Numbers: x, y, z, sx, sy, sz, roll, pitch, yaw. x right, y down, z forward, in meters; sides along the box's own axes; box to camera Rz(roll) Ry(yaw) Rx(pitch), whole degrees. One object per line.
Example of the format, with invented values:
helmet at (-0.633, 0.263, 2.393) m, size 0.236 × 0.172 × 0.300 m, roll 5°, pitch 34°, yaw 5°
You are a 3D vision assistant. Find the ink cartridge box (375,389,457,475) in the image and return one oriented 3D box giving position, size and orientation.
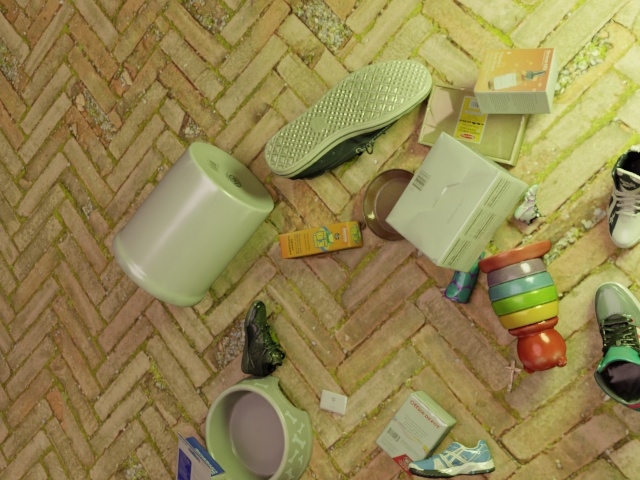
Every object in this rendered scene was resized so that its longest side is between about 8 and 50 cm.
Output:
ink cartridge box at (0.247, 0.493, 1.895) m, size 0.127 × 0.072 × 0.175 m, roll 41°, pitch 108°, yaw 27°

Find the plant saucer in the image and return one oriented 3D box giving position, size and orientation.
plant saucer at (0.206, -0.095, 1.978) m, size 0.199 × 0.036 × 0.198 m, roll -3°, pitch 85°, yaw 33°

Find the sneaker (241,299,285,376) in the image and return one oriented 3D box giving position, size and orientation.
sneaker at (-0.160, 0.292, 2.159) m, size 0.130 × 0.087 × 0.227 m, roll 8°, pitch 94°, yaw 31°

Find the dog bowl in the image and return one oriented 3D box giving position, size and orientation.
dog bowl at (-0.193, 0.570, 2.152) m, size 0.349 × 0.102 × 0.348 m, roll -2°, pitch 87°, yaw 33°

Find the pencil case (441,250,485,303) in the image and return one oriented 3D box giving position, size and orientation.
pencil case at (0.361, 0.084, 1.853) m, size 0.070 × 0.064 × 0.151 m, roll 19°, pitch 97°, yaw 16°

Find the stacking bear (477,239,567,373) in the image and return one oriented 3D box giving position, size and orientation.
stacking bear at (0.487, 0.163, 1.722) m, size 0.175 × 0.164 × 0.288 m, roll -21°, pitch 81°, yaw 30°

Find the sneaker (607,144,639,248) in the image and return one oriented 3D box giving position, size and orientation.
sneaker at (0.676, -0.102, 1.613) m, size 0.094 × 0.153 × 0.234 m, roll 22°, pitch 99°, yaw 33°

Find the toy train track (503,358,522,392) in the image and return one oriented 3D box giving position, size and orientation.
toy train track at (0.466, 0.332, 1.801) m, size 0.048 × 0.014 × 0.083 m, roll 9°, pitch 92°, yaw 32°

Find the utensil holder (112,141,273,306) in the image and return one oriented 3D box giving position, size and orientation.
utensil holder at (-0.369, -0.049, 2.176) m, size 0.385 × 0.328 × 0.327 m, roll -48°, pitch 65°, yaw 18°

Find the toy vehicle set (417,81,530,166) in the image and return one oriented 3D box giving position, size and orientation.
toy vehicle set at (0.390, -0.299, 1.874) m, size 0.267 × 0.035 × 0.165 m, roll 19°, pitch 97°, yaw 32°

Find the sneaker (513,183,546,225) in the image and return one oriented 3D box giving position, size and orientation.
sneaker at (0.520, -0.081, 1.781) m, size 0.069 × 0.038 × 0.098 m, roll 36°, pitch 115°, yaw 27°

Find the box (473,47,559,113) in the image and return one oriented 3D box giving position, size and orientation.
box at (0.471, -0.382, 1.763) m, size 0.171 × 0.091 × 0.130 m, roll 5°, pitch 65°, yaw 27°

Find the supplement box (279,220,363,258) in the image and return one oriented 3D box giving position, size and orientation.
supplement box at (0.000, 0.000, 2.078) m, size 0.234 × 0.080 × 0.078 m, roll -11°, pitch 83°, yaw 29°

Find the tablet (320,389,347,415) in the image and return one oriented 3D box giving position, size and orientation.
tablet at (0.037, 0.456, 2.070) m, size 0.083 × 0.006 × 0.054 m, roll 10°, pitch 92°, yaw 32°

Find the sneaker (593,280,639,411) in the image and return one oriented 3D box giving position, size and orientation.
sneaker at (0.650, 0.232, 1.594) m, size 0.124 × 0.178 × 0.295 m, roll -22°, pitch 75°, yaw 29°

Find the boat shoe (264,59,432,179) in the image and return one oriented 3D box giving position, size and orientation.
boat shoe at (0.081, -0.321, 2.008) m, size 0.500 × 0.156 × 0.186 m, roll -32°, pitch 66°, yaw 15°

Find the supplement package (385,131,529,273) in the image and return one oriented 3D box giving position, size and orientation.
supplement package at (0.325, -0.089, 1.775) m, size 0.204 × 0.145 × 0.261 m, roll 45°, pitch 110°, yaw 39°

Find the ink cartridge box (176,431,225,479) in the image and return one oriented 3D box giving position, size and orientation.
ink cartridge box at (-0.359, 0.709, 2.186) m, size 0.165 × 0.065 × 0.332 m, roll 38°, pitch 136°, yaw 31°

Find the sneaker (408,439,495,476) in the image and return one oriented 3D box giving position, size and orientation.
sneaker at (0.321, 0.546, 1.826) m, size 0.211 × 0.080 × 0.081 m, roll -7°, pitch 69°, yaw 3°
